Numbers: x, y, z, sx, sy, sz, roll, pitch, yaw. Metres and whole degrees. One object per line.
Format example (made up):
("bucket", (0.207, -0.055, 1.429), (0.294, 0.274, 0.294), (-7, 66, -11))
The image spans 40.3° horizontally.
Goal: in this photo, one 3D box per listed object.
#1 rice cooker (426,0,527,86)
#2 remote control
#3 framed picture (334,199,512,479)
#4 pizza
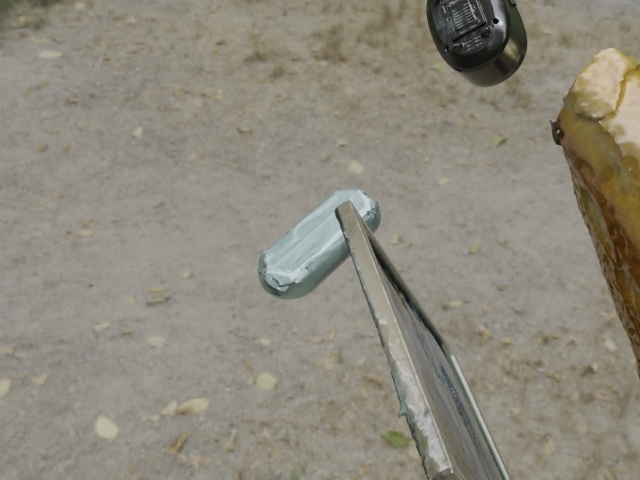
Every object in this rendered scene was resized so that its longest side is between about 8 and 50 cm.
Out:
("rice cooker", (0.204, -0.285, 1.148), (0.112, 0.165, 0.106), (-27, -19, 26))
("remote control", (0.000, 0.000, 1.389), (0.104, 0.052, 0.247), (29, 56, 29))
("framed picture", (0.099, 0.128, 0.698), (0.024, 0.232, 0.315), (-30, 35, 10))
("pizza", (0.229, 0.062, 0.532), (0.074, 0.365, 0.182), (-21, -5, 5))
